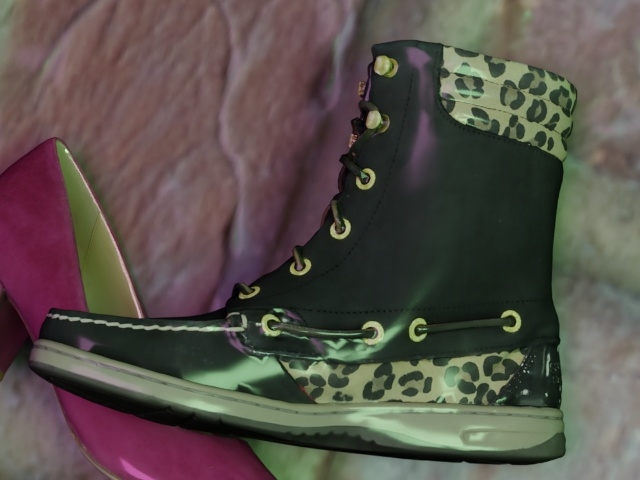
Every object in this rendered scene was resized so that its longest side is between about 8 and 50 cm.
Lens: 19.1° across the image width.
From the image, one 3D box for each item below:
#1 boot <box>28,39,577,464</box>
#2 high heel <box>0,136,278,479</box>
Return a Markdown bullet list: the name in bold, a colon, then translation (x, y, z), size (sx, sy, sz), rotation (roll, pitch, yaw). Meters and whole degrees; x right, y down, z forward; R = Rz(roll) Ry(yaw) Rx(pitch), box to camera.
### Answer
- **boot**: translation (0.001, 0.000, 0.834), size (0.236, 0.085, 0.179), rotation (9, 81, -9)
- **high heel**: translation (-0.078, 0.051, 0.903), size (0.244, 0.082, 0.117), rotation (32, 88, 28)
